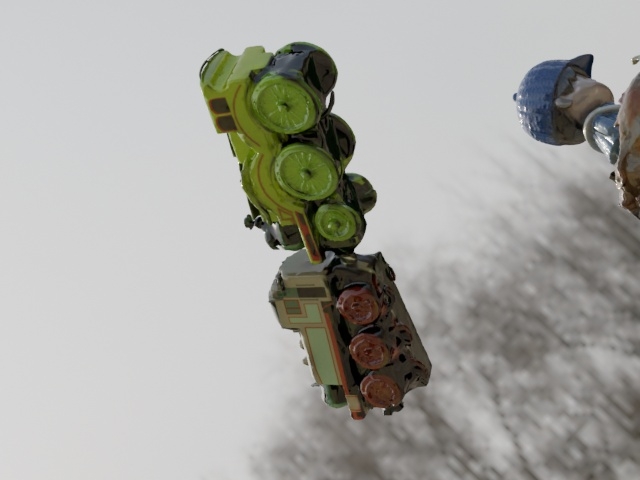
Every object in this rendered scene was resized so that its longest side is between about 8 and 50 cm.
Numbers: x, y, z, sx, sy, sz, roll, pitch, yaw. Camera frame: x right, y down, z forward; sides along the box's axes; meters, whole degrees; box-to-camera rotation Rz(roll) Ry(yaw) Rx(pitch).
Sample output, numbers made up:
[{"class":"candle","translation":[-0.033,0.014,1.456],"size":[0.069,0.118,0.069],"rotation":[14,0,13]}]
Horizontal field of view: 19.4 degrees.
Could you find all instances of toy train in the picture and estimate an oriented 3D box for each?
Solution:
[{"class":"toy train","translation":[0.000,0.000,1.106],"size":[0.053,0.085,0.250],"rotation":[-62,-40,-52]}]

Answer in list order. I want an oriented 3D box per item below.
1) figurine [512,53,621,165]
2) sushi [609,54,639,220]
[{"class":"figurine","translation":[0.210,-0.087,1.443],"size":[0.079,0.136,0.077],"rotation":[-44,-30,7]},{"class":"sushi","translation":[0.247,-0.096,1.132],"size":[0.226,0.097,0.103],"rotation":[-41,0,-40]}]
